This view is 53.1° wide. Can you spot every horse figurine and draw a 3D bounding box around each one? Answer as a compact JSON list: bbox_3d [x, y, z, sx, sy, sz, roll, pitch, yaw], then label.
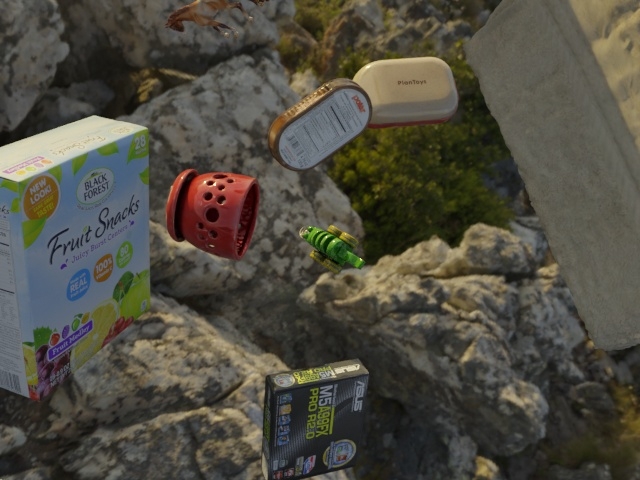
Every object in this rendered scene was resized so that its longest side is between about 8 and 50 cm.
[{"bbox_3d":[-0.259,-0.587,1.626,0.174,0.263,0.066,18,66,-34],"label":"horse figurine"}]

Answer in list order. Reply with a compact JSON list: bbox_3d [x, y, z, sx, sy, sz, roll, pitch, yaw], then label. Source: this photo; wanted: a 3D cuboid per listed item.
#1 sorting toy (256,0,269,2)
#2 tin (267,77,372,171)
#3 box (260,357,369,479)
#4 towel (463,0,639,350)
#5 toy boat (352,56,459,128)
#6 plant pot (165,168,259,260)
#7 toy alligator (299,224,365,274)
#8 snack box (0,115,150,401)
[{"bbox_3d":[-0.118,-0.463,1.143,0.042,0.061,0.102,-45,126,-3],"label":"sorting toy"},{"bbox_3d":[0.001,-0.190,1.072,0.106,0.189,0.040,55,-1,-41],"label":"tin"},{"bbox_3d":[-0.015,0.397,1.395,0.216,0.270,0.060,-5,28,-21],"label":"box"},{"bbox_3d":[0.210,-0.079,0.435,0.049,0.187,0.282,-7,71,-31],"label":"towel"},{"bbox_3d":[0.171,-0.296,1.377,0.231,0.151,0.151,-5,69,-6],"label":"toy boat"},{"bbox_3d":[-0.242,-0.062,1.442,0.174,0.191,0.191,11,53,7],"label":"plant pot"},{"bbox_3d":[0.000,0.000,0.943,0.051,0.189,0.056,36,87,-33],"label":"toy alligator"},{"bbox_3d":[-0.230,0.009,0.585,0.070,0.207,0.174,13,27,15],"label":"snack box"}]
